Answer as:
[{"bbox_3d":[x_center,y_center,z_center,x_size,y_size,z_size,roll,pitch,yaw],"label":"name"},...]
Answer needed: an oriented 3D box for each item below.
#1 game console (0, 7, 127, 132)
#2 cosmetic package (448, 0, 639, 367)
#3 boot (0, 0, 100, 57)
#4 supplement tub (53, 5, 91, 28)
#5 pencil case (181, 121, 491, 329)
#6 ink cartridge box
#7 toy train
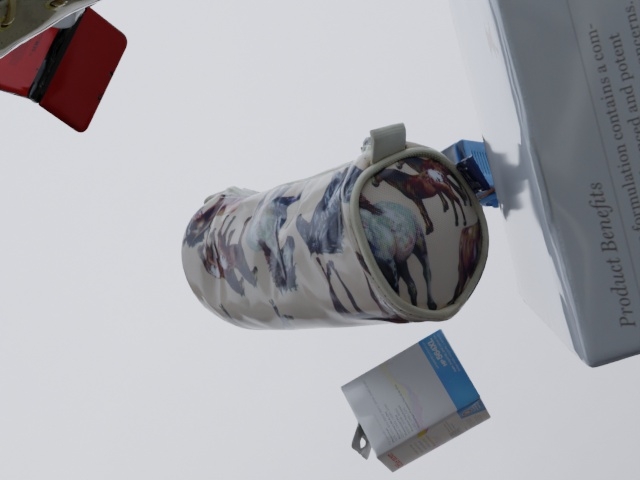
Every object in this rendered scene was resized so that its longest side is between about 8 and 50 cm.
[{"bbox_3d":[-0.328,-0.223,1.615,0.085,0.124,0.144,66,-137,-66],"label":"game console"},{"bbox_3d":[0.355,-0.122,1.187,0.393,0.327,0.330,-15,-81,2],"label":"cosmetic package"},{"bbox_3d":[-0.116,-0.110,0.515,0.165,0.213,0.077,-17,-63,11],"label":"boot"},{"bbox_3d":[-0.286,-0.360,1.511,0.200,0.144,0.144,-63,-32,-20],"label":"supplement tub"},{"bbox_3d":[0.000,0.000,1.351,0.159,0.410,0.184,-7,-92,-31],"label":"pencil case"},{"bbox_3d":[0.094,0.177,1.399,0.143,0.090,0.092,-29,-25,2],"label":"ink cartridge box"},{"bbox_3d":[0.159,-0.062,1.666,0.105,0.080,0.184,7,-27,-42],"label":"toy train"}]
